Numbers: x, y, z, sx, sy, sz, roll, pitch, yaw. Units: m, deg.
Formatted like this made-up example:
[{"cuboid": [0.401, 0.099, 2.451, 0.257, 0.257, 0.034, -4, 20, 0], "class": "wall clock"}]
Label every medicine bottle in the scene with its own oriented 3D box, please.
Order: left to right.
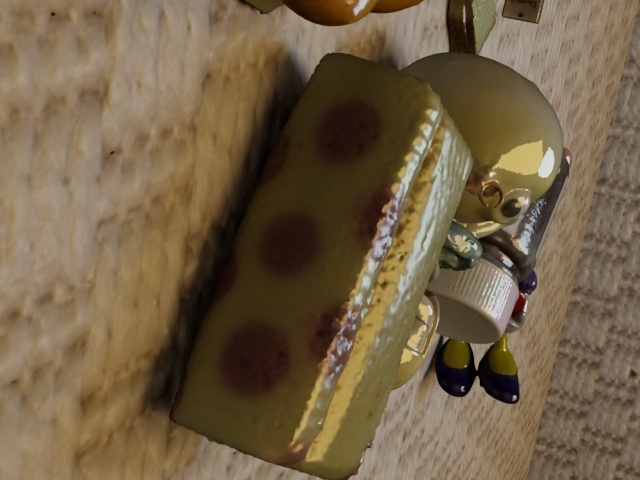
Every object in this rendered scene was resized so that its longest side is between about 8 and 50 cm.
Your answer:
[{"cuboid": [0.218, -0.013, 1.386, 0.273, 0.165, 0.165, -63, 157, -22], "class": "medicine bottle"}]

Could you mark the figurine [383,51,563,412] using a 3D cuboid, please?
[{"cuboid": [0.104, -0.002, 1.121, 0.274, 0.226, 0.394, 166, -53, -80], "class": "figurine"}]

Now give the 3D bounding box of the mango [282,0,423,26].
[{"cuboid": [0.024, -0.236, 0.705, 0.177, 0.120, 0.295, 58, 17, -16], "class": "mango"}]

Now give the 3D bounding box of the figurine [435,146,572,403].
[{"cuboid": [0.277, 0.052, 1.602, 0.193, 0.154, 0.421, -51, 152, -56], "class": "figurine"}]

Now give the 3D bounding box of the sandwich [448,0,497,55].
[{"cuboid": [0.191, -0.289, 1.293, 0.093, 0.036, 0.105, -64, 156, -22], "class": "sandwich"}]

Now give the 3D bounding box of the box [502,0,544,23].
[{"cuboid": [0.301, -0.361, 1.500, 0.024, 0.053, 0.083, -15, 119, -67], "class": "box"}]

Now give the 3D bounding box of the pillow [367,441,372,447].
[{"cuboid": [0.071, 0.146, 1.275, 0.119, 0.053, 0.208, -37, 139, -64], "class": "pillow"}]

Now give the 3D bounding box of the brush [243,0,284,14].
[{"cuboid": [-0.070, -0.199, 0.669, 0.282, 0.054, 0.048, 7, 73, -71], "class": "brush"}]

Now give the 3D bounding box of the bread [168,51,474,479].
[{"cuboid": [0.006, 0.025, 0.880, 0.187, 0.155, 0.338, 42, 67, -58], "class": "bread"}]
